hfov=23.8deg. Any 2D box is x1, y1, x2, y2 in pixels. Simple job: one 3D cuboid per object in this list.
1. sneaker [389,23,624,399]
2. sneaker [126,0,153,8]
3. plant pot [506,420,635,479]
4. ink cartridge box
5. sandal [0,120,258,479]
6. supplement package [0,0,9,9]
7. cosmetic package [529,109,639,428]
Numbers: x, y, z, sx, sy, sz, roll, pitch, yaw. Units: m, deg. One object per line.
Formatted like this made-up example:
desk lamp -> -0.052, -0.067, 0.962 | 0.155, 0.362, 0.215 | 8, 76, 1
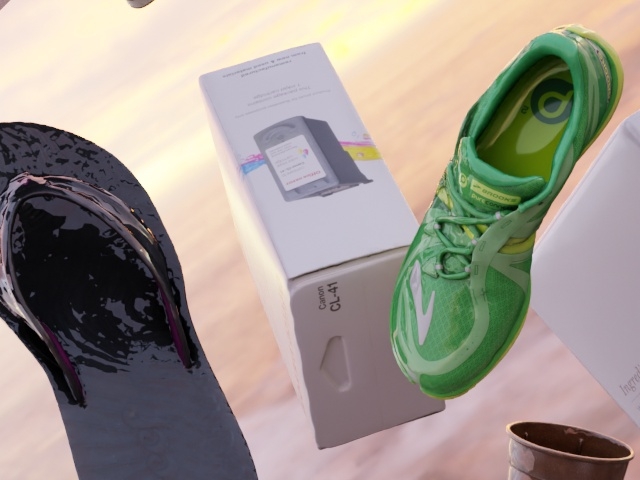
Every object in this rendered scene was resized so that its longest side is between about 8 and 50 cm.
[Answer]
sneaker -> 0.120, -0.027, 1.112 | 0.123, 0.109, 0.295 | 7, -74, -66
sneaker -> -0.188, -0.362, 1.827 | 0.192, 0.064, 0.086 | -42, -30, 14
plant pot -> 0.309, 0.335, 1.961 | 0.167, 0.165, 0.167 | 8, 7, -1
ink cartridge box -> 0.000, 0.000, 1.383 | 0.131, 0.226, 0.306 | -18, 44, -8
sandal -> -0.174, 0.053, 1.212 | 0.168, 0.445, 0.107 | -25, -28, -15
supplement package -> -0.358, -0.332, 1.297 | 0.198, 0.262, 0.199 | -37, 0, 27
cosmetic package -> 0.486, 0.038, 1.608 | 0.329, 0.393, 0.327 | -31, -19, -30
